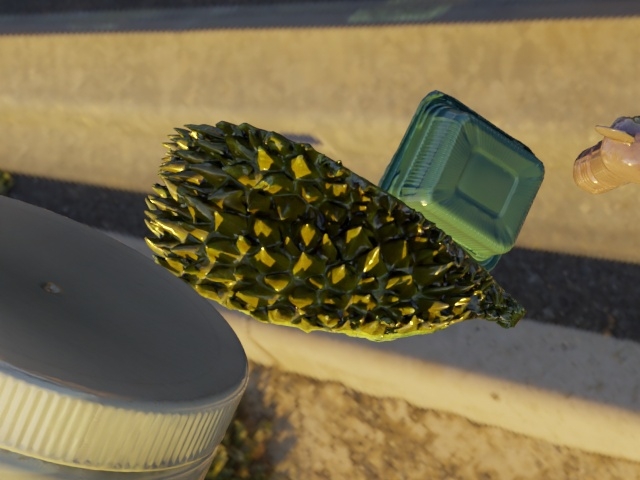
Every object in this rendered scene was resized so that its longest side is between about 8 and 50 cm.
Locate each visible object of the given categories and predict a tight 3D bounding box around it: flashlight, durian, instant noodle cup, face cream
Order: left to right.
[{"bbox_3d":[-0.158,0.100,0.602,0.187,0.201,0.201,-64,33,15],"label":"face cream"},{"bbox_3d":[-0.004,0.010,1.184,0.394,0.198,0.163,18,81,15],"label":"durian"},{"bbox_3d":[0.165,-0.064,1.432,0.157,0.179,0.070,-64,24,-8],"label":"instant noodle cup"},{"bbox_3d":[0.145,-0.041,0.628,0.110,0.052,0.031,138,156,-85],"label":"flashlight"}]
